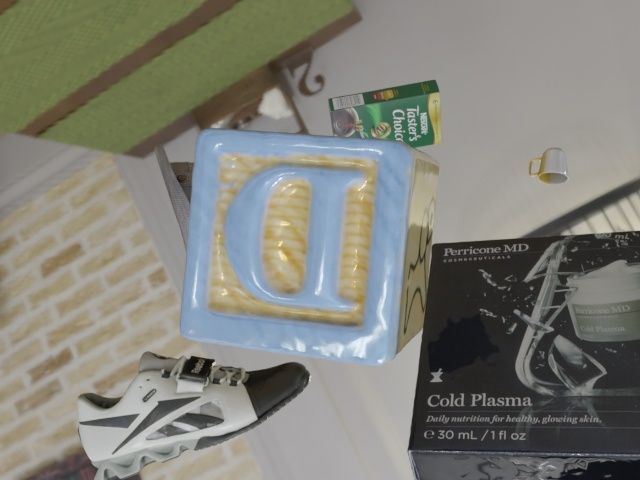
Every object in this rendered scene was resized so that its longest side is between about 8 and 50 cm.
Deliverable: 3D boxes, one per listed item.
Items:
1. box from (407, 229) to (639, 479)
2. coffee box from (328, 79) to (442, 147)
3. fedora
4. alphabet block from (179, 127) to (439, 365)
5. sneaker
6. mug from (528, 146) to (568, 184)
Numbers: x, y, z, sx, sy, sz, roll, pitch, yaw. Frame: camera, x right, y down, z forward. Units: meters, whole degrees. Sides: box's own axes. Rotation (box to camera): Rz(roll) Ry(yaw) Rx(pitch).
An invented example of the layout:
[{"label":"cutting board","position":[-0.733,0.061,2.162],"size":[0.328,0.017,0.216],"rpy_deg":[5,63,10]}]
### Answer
[{"label":"box","position":[0.428,0.249,1.421],"size":[0.479,0.297,0.472],"rpy_deg":[-4,-139,17]},{"label":"coffee box","position":[0.110,-0.199,1.364],"size":[0.184,0.040,0.113],"rpy_deg":[-9,136,0]},{"label":"fedora","position":[-0.173,-0.046,1.322],"size":[0.124,0.244,0.275],"rpy_deg":[-17,-146,-9]},{"label":"alphabet block","position":[0.000,0.000,0.767],"size":[0.193,0.192,0.197],"rpy_deg":[8,-177,14]},{"label":"sneaker","position":[-0.181,0.210,1.120],"size":[0.330,0.146,0.122],"rpy_deg":[-21,-179,-2]},{"label":"mug","position":[0.476,-0.158,1.693],"size":[0.078,0.064,0.062],"rpy_deg":[8,162,4]}]
